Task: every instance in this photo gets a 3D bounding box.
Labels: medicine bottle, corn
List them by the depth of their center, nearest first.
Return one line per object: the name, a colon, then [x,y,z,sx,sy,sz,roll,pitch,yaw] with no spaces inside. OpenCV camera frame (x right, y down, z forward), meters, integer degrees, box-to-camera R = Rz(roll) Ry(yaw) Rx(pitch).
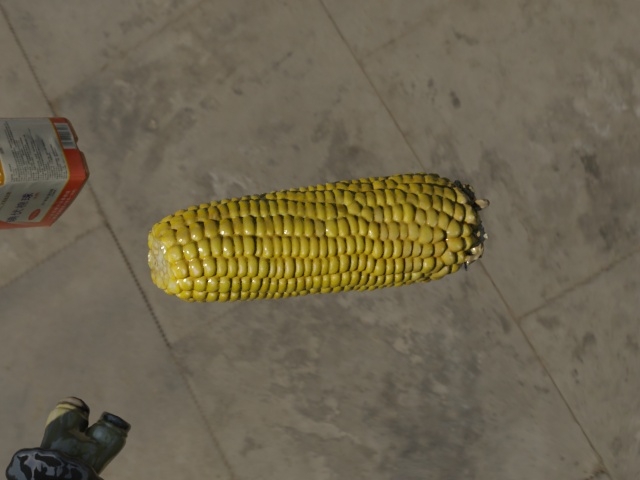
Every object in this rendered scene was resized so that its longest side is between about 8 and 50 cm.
corn: [0.000,0.000,0.999,0.305,0.106,0.106,-7,74,-19]
medicine bottle: [-0.446,-0.089,1.526,0.149,0.222,0.112,-43,64,42]

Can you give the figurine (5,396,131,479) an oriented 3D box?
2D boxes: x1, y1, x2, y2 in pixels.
figurine: [-0.391,0.398,1.607,0.248,0.203,0.380,32,45,-13]
